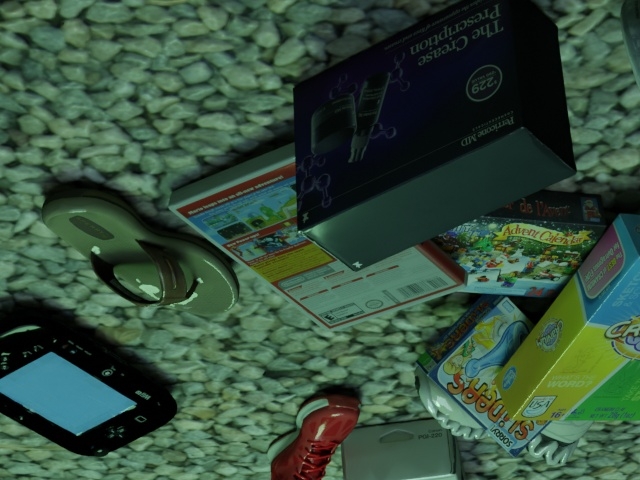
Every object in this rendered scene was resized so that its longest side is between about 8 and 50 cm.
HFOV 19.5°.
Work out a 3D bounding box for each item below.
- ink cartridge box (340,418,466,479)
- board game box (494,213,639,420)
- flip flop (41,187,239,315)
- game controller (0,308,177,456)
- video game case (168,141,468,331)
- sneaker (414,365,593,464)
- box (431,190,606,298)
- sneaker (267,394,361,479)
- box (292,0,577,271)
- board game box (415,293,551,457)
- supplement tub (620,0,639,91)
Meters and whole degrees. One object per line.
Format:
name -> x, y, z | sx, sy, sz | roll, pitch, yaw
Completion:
ink cartridge box -> 0.122, 0.340, 2.600 | 0.158, 0.092, 0.218 | -8, 146, 7
board game box -> 0.381, 0.097, 2.187 | 0.242, 0.064, 0.316 | 2, 140, -27
flip flop -> -0.202, 0.028, 2.085 | 0.112, 0.080, 0.277 | -23, 143, 28
game controller -> -0.321, 0.182, 2.331 | 0.166, 0.067, 0.319 | -21, 145, 25
video game case -> 0.000, 0.000, 2.056 | 0.204, 0.025, 0.285 | -20, 137, 35
sneaker -> 0.243, 0.197, 2.391 | 0.292, 0.110, 0.118 | 18, 130, -36
box -> 0.187, 0.001, 2.113 | 0.233, 0.044, 0.159 | 4, 147, -12
sneaker -> -0.003, 0.302, 2.491 | 0.087, 0.128, 0.221 | 9, 146, -19
box -> 0.105, -0.108, 1.804 | 0.261, 0.184, 0.103 | -25, 142, 29
board game box -> 0.225, 0.162, 2.284 | 0.136, 0.035, 0.201 | -45, 125, 2
supplement tub -> 0.387, -0.198, 1.751 | 0.190, 0.117, 0.117 | -17, 145, 19
